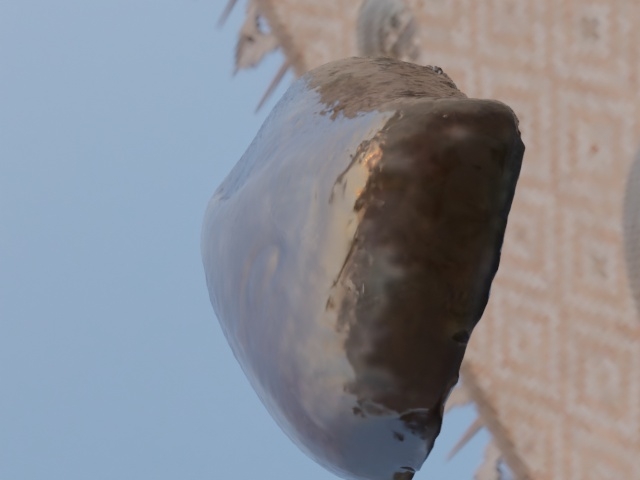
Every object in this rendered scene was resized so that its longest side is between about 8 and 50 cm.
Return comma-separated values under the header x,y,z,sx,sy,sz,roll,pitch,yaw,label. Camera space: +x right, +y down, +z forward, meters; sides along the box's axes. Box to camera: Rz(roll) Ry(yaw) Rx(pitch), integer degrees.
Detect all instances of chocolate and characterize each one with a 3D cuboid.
x,y,z,sx,sy,sz,roll,pitch,yaw,label
-0.001,-0.002,0.715,0.080,0.156,0.254,16,-172,-11,chocolate
